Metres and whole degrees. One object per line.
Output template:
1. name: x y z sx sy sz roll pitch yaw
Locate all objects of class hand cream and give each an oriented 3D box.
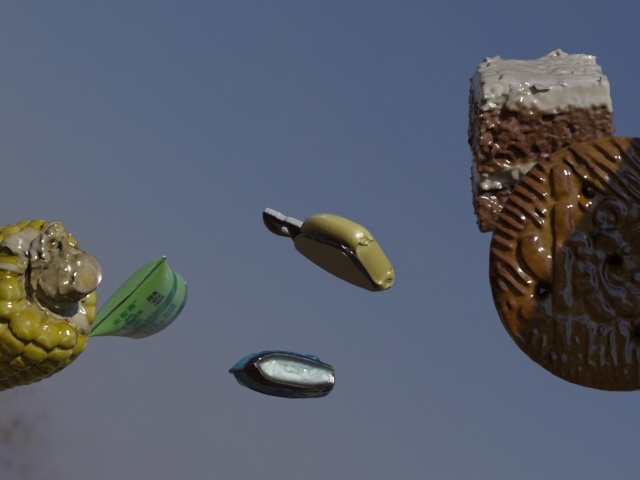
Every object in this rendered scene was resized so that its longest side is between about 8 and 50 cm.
1. hand cream: -0.154 0.055 1.687 0.046 0.095 0.175 47 0 5

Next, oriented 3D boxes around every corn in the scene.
1. corn: -0.277 0.063 1.430 0.322 0.119 0.119 -16 -45 40

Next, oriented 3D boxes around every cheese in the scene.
1. cheese: 0.000 0.001 1.862 0.162 0.036 0.086 20 -24 46

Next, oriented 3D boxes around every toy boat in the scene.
1. toy boat: -0.047 0.168 2.414 0.137 0.060 0.061 7 -18 -28

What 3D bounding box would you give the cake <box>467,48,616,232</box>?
1. cake: 0.204 -0.092 1.787 0.135 0.147 0.134 -1 21 0

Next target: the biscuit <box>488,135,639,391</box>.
1. biscuit: 0.213 0.018 1.402 0.188 0.188 0.027 33 5 13
